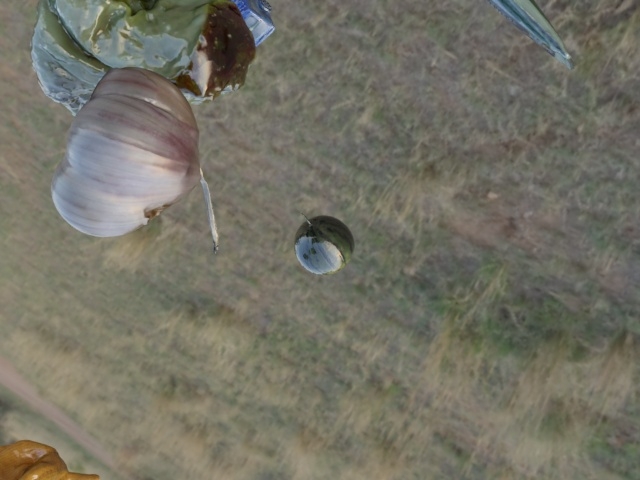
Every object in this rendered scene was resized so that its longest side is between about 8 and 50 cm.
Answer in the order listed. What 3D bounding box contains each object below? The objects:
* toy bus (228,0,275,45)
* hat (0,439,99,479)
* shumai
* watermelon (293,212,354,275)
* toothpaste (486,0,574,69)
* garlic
[{"bbox_3d":[-0.175,-0.516,1.668,0.094,0.237,0.079,11,138,-47],"label":"toy bus"},{"bbox_3d":[-0.497,0.446,1.381,0.233,0.233,0.244,-116,18,-51],"label":"hat"},{"bbox_3d":[-0.231,-0.255,1.164,0.263,0.309,0.304,34,127,23],"label":"shumai"},{"bbox_3d":[0.000,0.000,1.384,0.105,0.105,0.133,8,146,44],"label":"watermelon"},{"bbox_3d":[0.228,-0.391,1.143,0.392,0.061,0.098,53,-162,12],"label":"toothpaste"},{"bbox_3d":[-0.234,-0.089,1.025,0.207,0.207,0.257,15,155,34],"label":"garlic"}]
